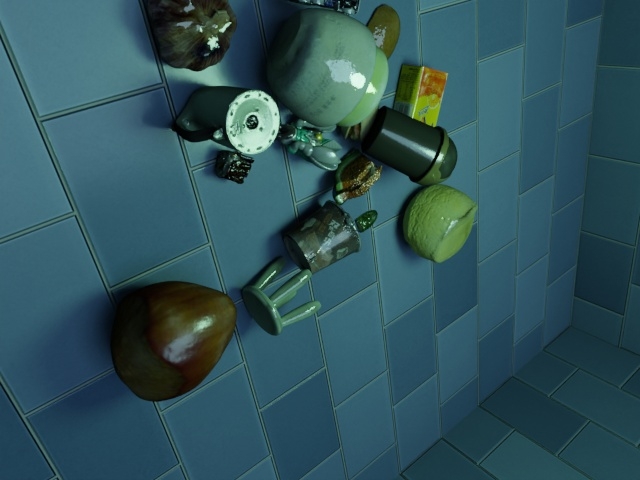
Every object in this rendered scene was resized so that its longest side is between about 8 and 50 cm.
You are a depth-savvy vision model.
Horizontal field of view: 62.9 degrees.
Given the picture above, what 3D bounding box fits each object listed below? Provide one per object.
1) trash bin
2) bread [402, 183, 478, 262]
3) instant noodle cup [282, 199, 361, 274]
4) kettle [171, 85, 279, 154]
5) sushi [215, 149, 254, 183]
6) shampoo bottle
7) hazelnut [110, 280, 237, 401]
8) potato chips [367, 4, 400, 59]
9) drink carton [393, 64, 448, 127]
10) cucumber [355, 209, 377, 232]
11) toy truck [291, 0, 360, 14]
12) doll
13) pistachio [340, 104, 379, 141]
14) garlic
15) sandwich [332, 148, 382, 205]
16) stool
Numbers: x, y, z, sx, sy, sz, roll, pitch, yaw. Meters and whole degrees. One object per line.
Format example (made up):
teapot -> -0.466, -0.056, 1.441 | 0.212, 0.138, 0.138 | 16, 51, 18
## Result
trash bin -> 0.327, -0.321, 1.822 | 0.333, 0.214, 0.214 | 25, 92, -15
bread -> 0.494, -0.077, 2.177 | 0.320, 0.237, 0.321 | -28, 139, -28
instant noodle cup -> 0.000, 0.000, 1.815 | 0.207, 0.217, 0.218 | -32, 126, -17
kettle -> -0.270, -0.328, 1.413 | 0.240, 0.255, 0.165 | -32, 128, -28
sushi -> -0.262, -0.222, 1.570 | 0.084, 0.098, 0.094 | 12, 98, -43
shampoo bottle -> 0.014, -0.501, 1.533 | 0.317, 0.322, 0.323 | 14, 99, -36
hazelnut -> -0.417, 0.272, 1.499 | 0.365, 0.365, 0.366 | -16, 118, -34
potato chips -> 0.217, -0.700, 1.806 | 0.150, 0.049, 0.202 | 26, 96, -38
drink carton -> 0.358, -0.467, 1.974 | 0.154, 0.111, 0.352 | -2, 109, -38
cucumber -> 0.190, -0.079, 2.049 | 0.107, 0.035, 0.067 | -38, 126, -24
toy truck -> -0.015, -0.741, 1.528 | 0.267, 0.155, 0.125 | -7, 112, -41
doll -> -0.025, -0.309, 1.692 | 0.258, 0.153, 0.195 | -16, 90, -39
pistachio -> 0.132, -0.446, 1.780 | 0.143, 0.143, 0.215 | -2, 107, -39
garlic -> -0.321, -0.557, 1.341 | 0.244, 0.160, 0.245 | -16, 118, -33
sandwich -> 0.113, -0.224, 1.832 | 0.235, 0.159, 0.079 | -49, 129, -21
stool -> -0.133, 0.195, 1.786 | 0.198, 0.195, 0.196 | -33, 125, -27
